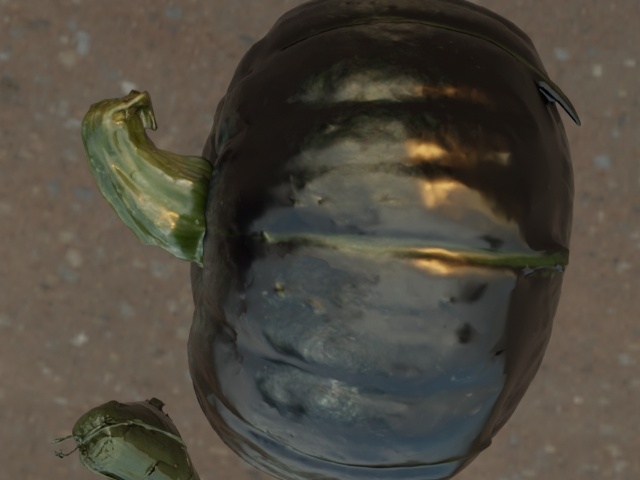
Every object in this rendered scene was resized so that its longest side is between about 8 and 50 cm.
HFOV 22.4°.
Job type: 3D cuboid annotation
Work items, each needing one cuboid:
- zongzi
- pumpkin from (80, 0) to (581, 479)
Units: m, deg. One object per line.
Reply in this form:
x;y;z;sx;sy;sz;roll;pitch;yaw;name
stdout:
-0.129;0.179;1.185;0.062;0.130;0.154;-32;169;9;zongzi
0.000;0.000;0.903;0.296;0.296;0.296;6;143;5;pumpkin
